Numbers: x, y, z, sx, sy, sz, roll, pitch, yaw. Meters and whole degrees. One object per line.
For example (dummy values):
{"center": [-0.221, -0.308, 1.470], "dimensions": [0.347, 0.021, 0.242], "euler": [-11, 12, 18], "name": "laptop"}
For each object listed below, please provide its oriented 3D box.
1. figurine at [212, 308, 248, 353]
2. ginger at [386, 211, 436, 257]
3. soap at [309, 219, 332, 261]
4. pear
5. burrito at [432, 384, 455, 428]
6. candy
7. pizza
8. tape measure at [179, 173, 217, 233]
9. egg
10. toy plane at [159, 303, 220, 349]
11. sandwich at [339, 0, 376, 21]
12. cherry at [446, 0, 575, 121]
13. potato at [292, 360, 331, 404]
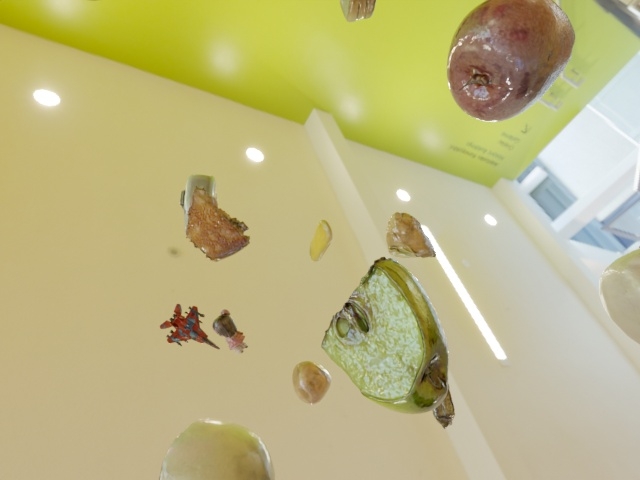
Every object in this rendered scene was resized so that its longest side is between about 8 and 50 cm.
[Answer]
{"center": [-0.255, 0.263, 1.307], "dimensions": [0.129, 0.054, 0.072], "euler": [52, -126, -9], "name": "figurine"}
{"center": [0.245, -0.013, 1.214], "dimensions": [0.193, 0.115, 0.122], "euler": [2, -95, -58], "name": "ginger"}
{"center": [0.000, 0.000, 1.569], "dimensions": [0.033, 0.168, 0.089], "euler": [-6, -123, -28], "name": "soap"}
{"center": [0.163, 0.194, 0.896], "dimensions": [0.164, 0.238, 0.255], "euler": [9, -152, -49], "name": "pear"}
{"center": [0.284, 0.353, 1.092], "dimensions": [0.058, 0.045, 0.188], "euler": [-3, -121, -6], "name": "burrito"}
{"center": [0.762, 0.162, 0.890], "dimensions": [0.387, 0.186, 0.427], "euler": [20, 170, 37], "name": "candy"}
{"center": [-0.314, -0.040, 1.312], "dimensions": [0.226, 0.147, 0.069], "euler": [44, -177, -17], "name": "pizza"}
{"center": [-0.479, -0.145, 1.794], "dimensions": [0.125, 0.246, 0.242], "euler": [1, -124, -8], "name": "tape measure"}
{"center": [-0.218, 0.609, 1.143], "dimensions": [0.337, 0.201, 0.336], "euler": [42, -140, -49], "name": "egg"}
{"center": [-0.380, 0.275, 1.365], "dimensions": [0.189, 0.130, 0.061], "euler": [43, 164, -29], "name": "toy plane"}
{"center": [0.097, -0.828, 1.356], "dimensions": [0.095, 0.249, 0.273], "euler": [-12, -116, -10], "name": "sandwich"}
{"center": [0.403, -0.395, 0.967], "dimensions": [0.308, 0.261, 0.221], "euler": [-28, -125, -13], "name": "cherry"}
{"center": [-0.030, 0.395, 1.282], "dimensions": [0.112, 0.111, 0.147], "euler": [26, -174, -15], "name": "potato"}
